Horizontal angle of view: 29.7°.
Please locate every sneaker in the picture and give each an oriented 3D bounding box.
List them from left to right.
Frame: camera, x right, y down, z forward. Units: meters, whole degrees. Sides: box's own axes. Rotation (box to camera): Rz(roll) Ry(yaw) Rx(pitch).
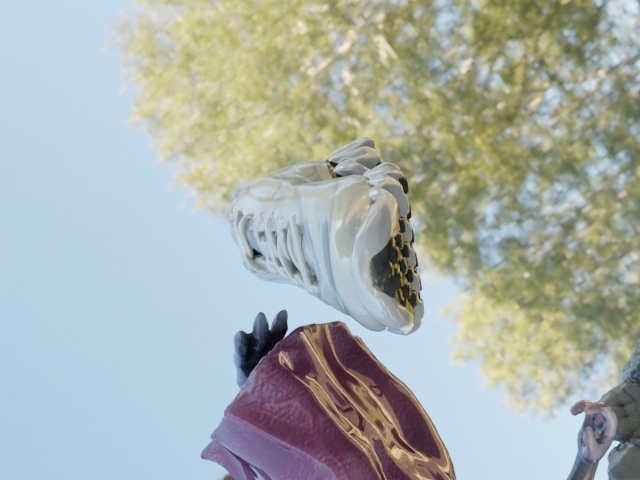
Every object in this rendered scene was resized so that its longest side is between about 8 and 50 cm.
[{"bbox_3d":[0.000,0.000,0.800,0.292,0.118,0.110,-116,19,-80],"label":"sneaker"}]

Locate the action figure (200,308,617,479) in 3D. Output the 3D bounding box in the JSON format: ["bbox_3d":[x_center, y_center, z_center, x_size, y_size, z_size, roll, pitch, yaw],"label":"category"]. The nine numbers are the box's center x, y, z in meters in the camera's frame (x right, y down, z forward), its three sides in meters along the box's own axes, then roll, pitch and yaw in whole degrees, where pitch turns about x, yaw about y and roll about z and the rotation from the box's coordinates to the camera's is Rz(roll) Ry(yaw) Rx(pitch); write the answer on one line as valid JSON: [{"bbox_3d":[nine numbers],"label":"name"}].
[{"bbox_3d":[0.065,0.220,0.795,0.370,0.276,0.248,45,-150,22],"label":"action figure"}]

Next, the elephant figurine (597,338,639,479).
[{"bbox_3d":[0.310,0.176,0.965,0.169,0.186,0.239,-63,-31,-17],"label":"elephant figurine"}]
